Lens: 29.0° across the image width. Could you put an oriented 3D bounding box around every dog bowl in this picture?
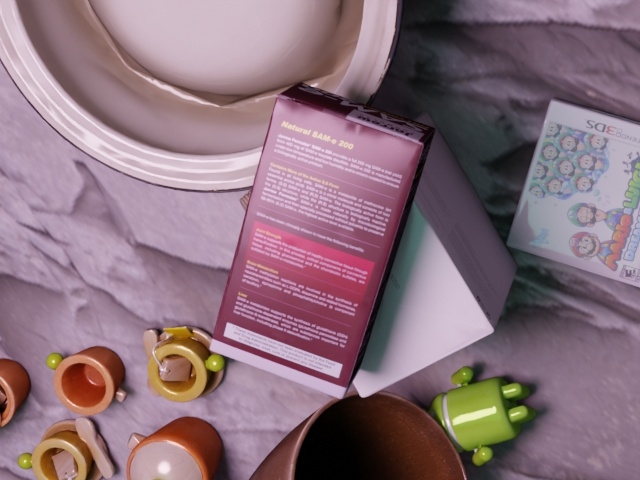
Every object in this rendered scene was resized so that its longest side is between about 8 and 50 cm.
[{"bbox_3d":[-0.110,-0.257,1.158,0.408,0.150,0.408,7,118,12],"label":"dog bowl"}]

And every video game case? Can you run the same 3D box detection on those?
[{"bbox_3d":[0.274,-0.046,1.220,0.143,0.019,0.157,18,109,9],"label":"video game case"}]

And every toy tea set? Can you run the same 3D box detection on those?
[{"bbox_3d":[-0.260,0.212,1.376,0.336,0.124,0.200,-7,104,16],"label":"toy tea set"}]

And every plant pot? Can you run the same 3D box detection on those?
[{"bbox_3d":[0.003,0.286,1.284,0.215,0.215,0.230,53,141,-4],"label":"plant pot"}]

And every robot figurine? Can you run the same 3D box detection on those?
[{"bbox_3d":[0.163,0.182,1.288,0.115,0.067,0.101,-19,73,20],"label":"robot figurine"}]

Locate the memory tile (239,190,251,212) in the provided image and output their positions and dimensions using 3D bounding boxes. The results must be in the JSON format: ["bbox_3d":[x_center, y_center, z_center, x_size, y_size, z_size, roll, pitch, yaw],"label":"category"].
[{"bbox_3d":[-0.044,-0.002,1.255,0.012,0.148,0.113,-34,94,-7],"label":"memory tile"}]

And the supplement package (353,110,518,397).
[{"bbox_3d":[0.071,0.006,1.190,0.149,0.203,0.194,-29,96,21],"label":"supplement package"}]

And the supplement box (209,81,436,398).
[{"bbox_3d":[0.000,0.000,1.058,0.130,0.073,0.239,20,111,8],"label":"supplement box"}]
